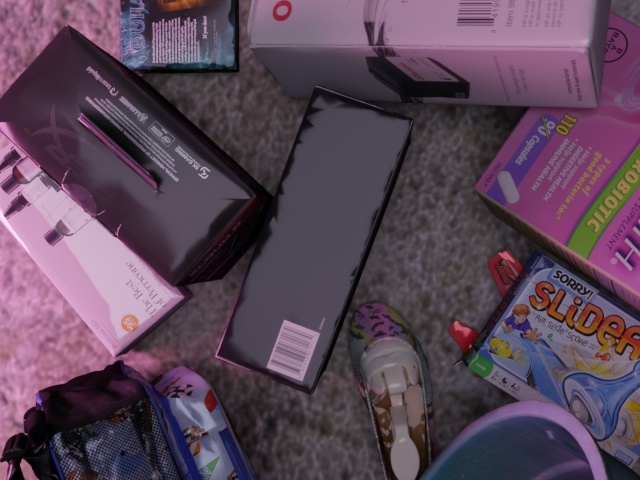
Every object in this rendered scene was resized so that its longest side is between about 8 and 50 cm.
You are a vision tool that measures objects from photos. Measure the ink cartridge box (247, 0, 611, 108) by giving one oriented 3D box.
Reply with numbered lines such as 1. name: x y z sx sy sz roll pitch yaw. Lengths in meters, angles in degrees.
1. ink cartridge box: 0.110 -0.250 0.978 0.307 0.129 0.223 5 74 20

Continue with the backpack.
1. backpack: -0.166 0.251 1.000 0.213 0.276 0.263 -15 92 -10

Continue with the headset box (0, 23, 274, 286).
1. headset box: -0.158 -0.068 0.970 0.218 0.293 0.110 42 92 4

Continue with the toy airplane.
1. toy airplane: 0.199 0.089 1.080 0.151 0.028 0.151 0 97 -2

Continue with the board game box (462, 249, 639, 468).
1. board game box: 0.263 0.120 1.054 0.201 0.035 0.136 32 95 -6

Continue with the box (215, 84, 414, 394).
1. box: 0.000 0.000 1.015 0.103 0.184 0.261 20 90 6

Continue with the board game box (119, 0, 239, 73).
1. board game box: -0.149 -0.270 1.105 0.126 0.026 0.186 0 90 3

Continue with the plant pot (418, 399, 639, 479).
1. plant pot: 0.257 0.365 0.917 0.334 0.341 0.341 29 91 -17

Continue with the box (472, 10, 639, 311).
1. box: 0.309 -0.061 0.998 0.243 0.117 0.213 36 91 21

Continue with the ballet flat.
1. ballet flat: 0.079 0.171 1.061 0.077 0.079 0.222 -12 88 4

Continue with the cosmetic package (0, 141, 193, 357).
1. cosmetic package: -0.248 -0.001 1.090 0.099 0.060 0.239 -41 87 3
